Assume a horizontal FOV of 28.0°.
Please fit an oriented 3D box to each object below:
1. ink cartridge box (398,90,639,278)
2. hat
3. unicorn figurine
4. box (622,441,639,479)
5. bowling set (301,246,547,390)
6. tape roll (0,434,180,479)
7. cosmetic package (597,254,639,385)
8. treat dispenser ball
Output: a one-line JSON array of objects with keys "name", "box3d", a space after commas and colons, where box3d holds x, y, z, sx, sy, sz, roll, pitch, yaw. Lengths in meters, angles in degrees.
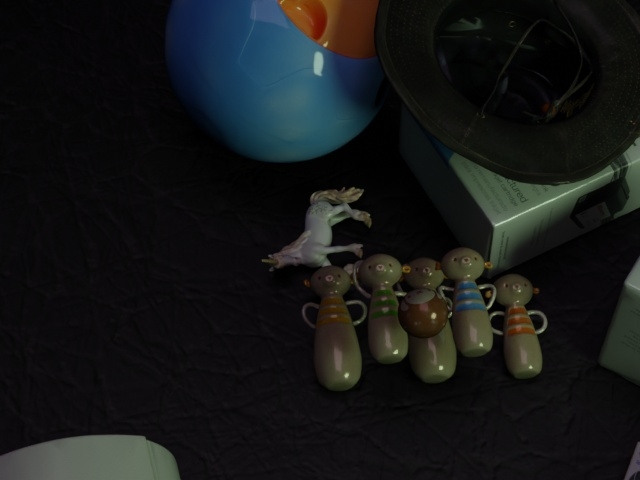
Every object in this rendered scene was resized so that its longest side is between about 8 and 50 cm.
[{"name": "ink cartridge box", "box3d": [0.283, -0.125, 1.591, 0.307, 0.129, 0.223, -24, 60, -13]}, {"name": "hat", "box3d": [0.211, -0.196, 1.483, 0.331, 0.134, 0.331, 3, 72, -10]}, {"name": "unicorn figurine", "box3d": [0.000, 0.000, 1.570, 0.111, 0.060, 0.162, 8, 43, 7]}, {"name": "box", "box3d": [0.365, 0.282, 1.396, 0.081, 0.028, 0.136, 22, 59, 14]}, {"name": "bowling set", "box3d": [0.125, 0.062, 1.440, 0.287, 0.200, 0.154, -3, 65, -4]}, {"name": "tape roll", "box3d": [-0.243, 0.321, 1.262, 0.246, 0.246, 0.169, -13, 59, -7]}, {"name": "cosmetic package", "box3d": [0.420, 0.076, 1.430, 0.151, 0.184, 0.151, 29, 63, 19]}, {"name": "treat dispenser ball", "box3d": [-0.048, -0.240, 1.579, 0.288, 0.288, 0.288, -1, 58, 1]}]
